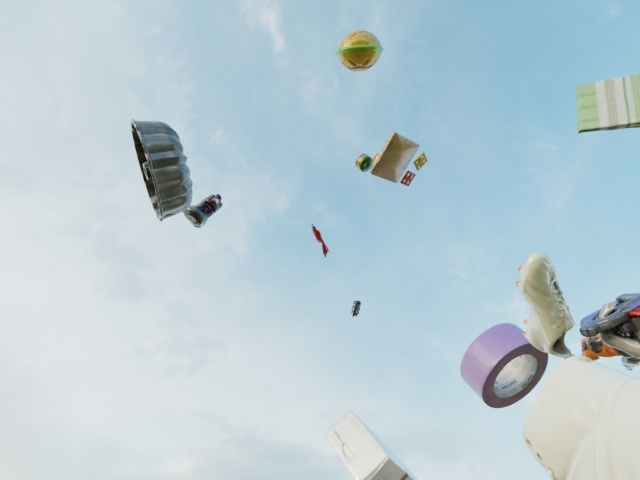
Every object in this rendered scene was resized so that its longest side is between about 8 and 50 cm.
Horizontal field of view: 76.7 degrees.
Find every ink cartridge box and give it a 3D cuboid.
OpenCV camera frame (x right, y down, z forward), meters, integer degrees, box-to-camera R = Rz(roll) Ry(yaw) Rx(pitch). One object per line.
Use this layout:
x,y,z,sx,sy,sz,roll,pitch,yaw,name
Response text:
0.123,0.498,0.910,0.086,0.148,0.203,-43,-54,-9,ink cartridge box

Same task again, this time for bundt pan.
-0.505,-0.235,1.311,0.124,0.331,0.330,-18,-46,-24,bundt pan

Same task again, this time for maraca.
0.105,-0.510,1.095,0.127,0.185,0.099,2,-70,5,maraca

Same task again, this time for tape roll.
0.431,0.294,0.951,0.189,0.080,0.188,-10,-62,-19,tape roll

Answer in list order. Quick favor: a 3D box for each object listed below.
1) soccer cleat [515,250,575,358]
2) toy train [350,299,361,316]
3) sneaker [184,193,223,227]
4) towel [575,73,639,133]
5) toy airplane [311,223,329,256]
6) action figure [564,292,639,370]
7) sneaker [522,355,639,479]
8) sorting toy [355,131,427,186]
0.361,0.102,0.637,0.068,0.076,0.196,-31,-59,-19,soccer cleat
0.160,0.304,1.807,0.036,0.027,0.158,-11,-30,-9,toy train
-0.463,-0.136,1.625,0.162,0.281,0.106,-42,-75,-15,sneaker
0.532,-0.238,0.700,0.152,0.113,0.023,0,-27,30,towel
0.000,0.000,1.594,0.028,0.151,0.151,-26,-54,1,toy airplane
0.723,0.183,0.872,0.342,0.178,0.330,-28,-20,1,action figure
0.272,0.259,0.371,0.108,0.169,0.292,2,-87,-9,sneaker
0.214,-0.246,1.192,0.275,0.046,0.132,8,-62,-46,sorting toy
